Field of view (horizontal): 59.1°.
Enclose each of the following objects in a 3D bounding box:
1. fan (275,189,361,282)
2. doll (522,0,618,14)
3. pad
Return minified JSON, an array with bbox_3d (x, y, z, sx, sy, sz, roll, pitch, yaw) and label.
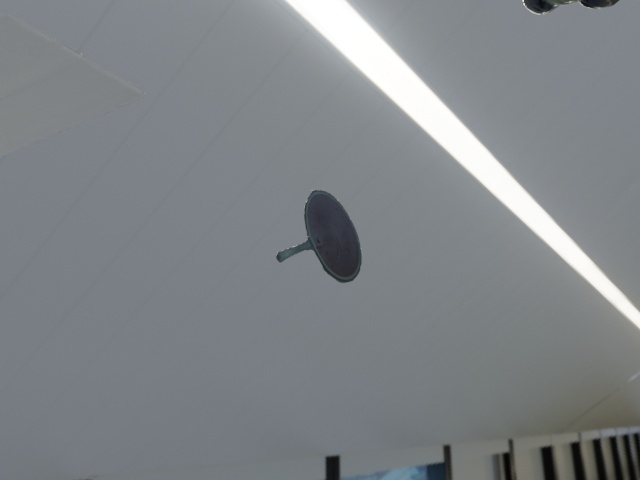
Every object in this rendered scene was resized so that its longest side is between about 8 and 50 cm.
[{"bbox_3d":[0.000,0.000,0.465,0.005,0.085,0.133,-23,-1,30],"label":"fan"},{"bbox_3d":[0.361,-0.435,0.803,0.135,0.143,0.234,32,-112,-53],"label":"doll"},{"bbox_3d":[-0.279,-0.106,0.459,0.232,0.004,0.156,-17,-12,16],"label":"pad"}]
